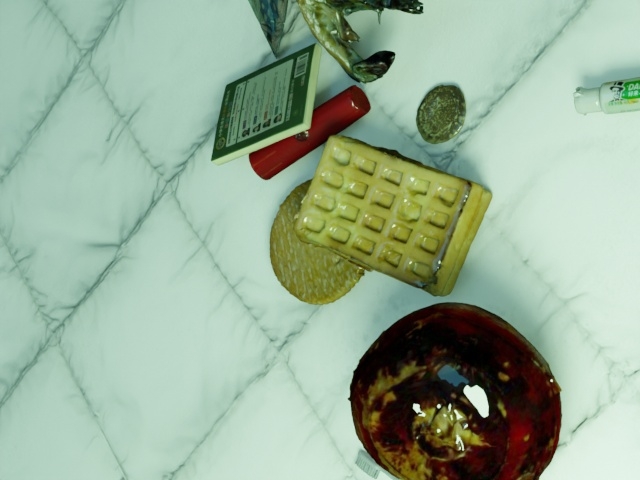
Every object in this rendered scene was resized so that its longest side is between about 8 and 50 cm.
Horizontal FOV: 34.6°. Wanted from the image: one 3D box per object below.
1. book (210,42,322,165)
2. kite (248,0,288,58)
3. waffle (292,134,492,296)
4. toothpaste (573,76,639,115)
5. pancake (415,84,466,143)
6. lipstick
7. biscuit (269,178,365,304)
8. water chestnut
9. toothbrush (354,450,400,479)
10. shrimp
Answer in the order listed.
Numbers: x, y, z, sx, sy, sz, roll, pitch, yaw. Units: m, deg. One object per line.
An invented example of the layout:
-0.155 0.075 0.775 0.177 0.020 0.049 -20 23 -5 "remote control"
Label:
-0.112 -0.276 2.091 0.264 0.027 0.202 -18 54 38 "book"
-0.114 -0.530 2.109 0.335 0.011 0.314 -158 55 -65 "kite"
0.122 -0.050 1.848 0.327 0.098 0.224 23 90 33 "waffle"
0.554 -0.235 1.604 0.314 0.056 0.058 -5 119 34 "toothpaste"
0.220 -0.232 1.882 0.115 0.011 0.115 -8 77 37 "pancake"
-0.026 -0.211 2.033 0.279 0.073 0.073 -31 64 31 "lipstick"
0.000 0.000 1.996 0.254 0.035 0.254 -6 79 36 "biscuit"
0.229 0.249 1.639 0.350 0.302 0.350 10 117 21 "water chestnut"
0.187 0.469 1.775 0.354 0.024 0.029 31 107 37 "toothbrush"
0.068 -0.401 1.867 0.445 0.085 0.272 25 140 62 "shrimp"
